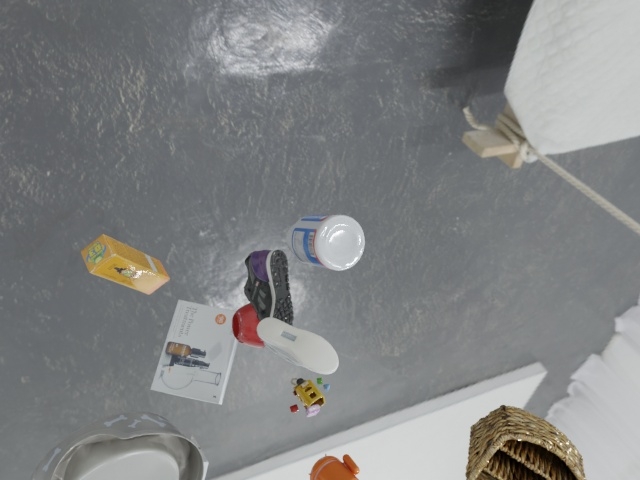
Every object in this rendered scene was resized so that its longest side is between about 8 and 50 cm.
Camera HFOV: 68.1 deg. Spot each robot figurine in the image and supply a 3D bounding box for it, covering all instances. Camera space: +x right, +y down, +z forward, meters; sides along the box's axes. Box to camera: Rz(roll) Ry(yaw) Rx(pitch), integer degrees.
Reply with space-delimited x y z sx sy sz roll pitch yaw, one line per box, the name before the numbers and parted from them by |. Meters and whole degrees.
robot figurine | 0.048 0.783 1.516 0.128 0.219 0.158 2 103 -36

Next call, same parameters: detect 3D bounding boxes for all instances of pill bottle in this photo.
pill bottle | 0.000 0.000 1.119 0.124 0.221 0.124 -2 94 -24

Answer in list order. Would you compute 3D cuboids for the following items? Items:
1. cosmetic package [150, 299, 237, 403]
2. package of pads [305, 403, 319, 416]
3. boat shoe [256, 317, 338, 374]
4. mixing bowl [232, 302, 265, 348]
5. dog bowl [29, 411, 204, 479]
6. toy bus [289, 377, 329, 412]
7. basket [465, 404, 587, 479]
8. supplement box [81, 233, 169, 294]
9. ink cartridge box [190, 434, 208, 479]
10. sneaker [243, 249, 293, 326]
cosmetic package | -0.503 0.461 1.974 0.284 0.378 0.097 11 159 0
package of pads | -0.035 0.734 2.041 0.050 0.032 0.083 -9 151 -19
boat shoe | -0.046 0.216 0.933 0.066 0.184 0.063 -59 155 -33
mixing bowl | -0.265 0.308 1.734 0.098 0.181 0.182 1 129 -27
dog bowl | -0.422 0.507 0.970 0.348 0.102 0.349 -20 125 -31
toy bus | -0.066 0.718 2.263 0.202 0.191 0.104 1 131 10
basket | 0.583 0.642 1.319 0.299 0.223 0.213 35 127 0
supplement box | -0.489 0.065 1.207 0.078 0.080 0.233 -36 157 1
ink cartridge box | -0.421 0.708 1.505 0.060 0.180 0.104 12 91 -32
sneaker | -0.157 0.168 1.371 0.124 0.284 0.107 -2 180 30
